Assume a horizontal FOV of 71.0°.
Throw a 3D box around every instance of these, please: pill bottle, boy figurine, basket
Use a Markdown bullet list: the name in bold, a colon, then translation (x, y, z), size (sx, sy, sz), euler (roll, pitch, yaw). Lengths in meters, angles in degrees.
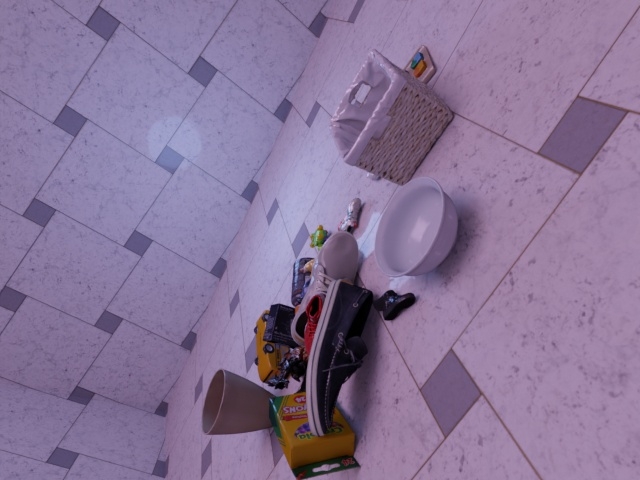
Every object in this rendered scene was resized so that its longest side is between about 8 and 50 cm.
- **pill bottle**: translation (-0.056, 0.203, 1.867), size (0.130, 0.130, 0.246), euler (-45, 33, 45)
- **boy figurine**: translation (0.010, 0.135, 1.751), size (0.285, 0.177, 0.092), euler (-62, -7, -14)
- **basket**: translation (0.234, -0.423, 1.566), size (0.328, 0.266, 0.331), euler (-57, 26, 28)

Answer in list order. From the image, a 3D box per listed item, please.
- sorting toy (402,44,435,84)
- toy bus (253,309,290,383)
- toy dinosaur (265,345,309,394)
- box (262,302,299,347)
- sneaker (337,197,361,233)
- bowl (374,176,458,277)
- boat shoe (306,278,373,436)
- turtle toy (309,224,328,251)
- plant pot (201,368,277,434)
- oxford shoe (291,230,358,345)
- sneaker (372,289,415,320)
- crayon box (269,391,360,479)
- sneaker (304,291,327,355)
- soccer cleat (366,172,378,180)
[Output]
- **sorting toy**: translation (0.359, -0.644, 1.755), size (0.193, 0.038, 0.208), euler (-50, 30, 38)
- **toy bus**: translation (-0.217, 0.471, 2.005), size (0.108, 0.130, 0.333), euler (-57, 26, 29)
- **toy dinosaur**: translation (-0.091, 0.479, 1.718), size (0.322, 0.164, 0.219), euler (108, -173, -61)
- **box**: translation (-0.142, 0.363, 1.894), size (0.093, 0.155, 0.159), euler (-25, 49, 58)
- **sneaker**: translation (0.133, -0.088, 1.801), size (0.075, 0.057, 0.161), euler (43, 110, 47)
- **bowl**: translation (0.292, -0.019, 1.278), size (0.298, 0.134, 0.298), euler (-48, 31, 41)
- **boat shoe**: translation (0.064, 0.346, 1.391), size (0.187, 0.155, 0.501), euler (76, -155, -52)
- **turtle toy**: translation (0.000, 0.000, 1.989), size (0.095, 0.066, 0.130), euler (-48, 32, 44)
- **plant pot**: translation (-0.319, 0.691, 1.870), size (0.256, 0.273, 0.257), euler (-48, 31, 43)
- **oxford shoe**: translation (0.024, 0.180, 1.622), size (0.130, 0.169, 0.450), euler (164, 131, -85)
- **sneaker**: translation (0.222, 0.182, 1.373), size (0.170, 0.051, 0.089), euler (-53, 33, 41)
- **crayon box**: translation (-0.026, 0.589, 1.395), size (0.318, 0.202, 0.081), euler (-149, 58, -65)
- **sneaker**: translation (-0.027, 0.281, 1.485), size (0.128, 0.086, 0.222), euler (19, -105, -72)
- **soccer cleat**: translation (0.216, -0.328, 1.790), size (0.076, 0.068, 0.196), euler (-35, 48, 46)
